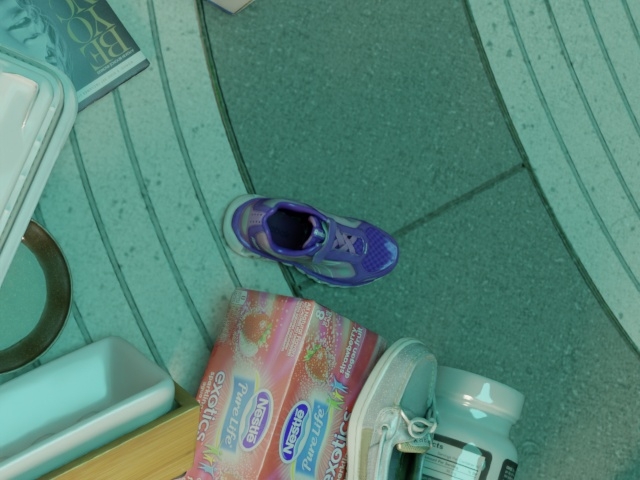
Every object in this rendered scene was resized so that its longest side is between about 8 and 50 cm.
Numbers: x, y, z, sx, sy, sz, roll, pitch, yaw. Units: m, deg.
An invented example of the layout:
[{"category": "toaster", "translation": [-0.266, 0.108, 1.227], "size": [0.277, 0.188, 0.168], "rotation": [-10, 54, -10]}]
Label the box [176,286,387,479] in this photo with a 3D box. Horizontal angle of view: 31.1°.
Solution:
[{"category": "box", "translation": [-0.057, 0.223, 1.364], "size": [0.154, 0.142, 0.300], "rotation": [31, 73, -44]}]

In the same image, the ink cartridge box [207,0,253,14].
[{"category": "ink cartridge box", "translation": [-0.123, -0.477, 1.430], "size": [0.223, 0.129, 0.307], "rotation": [27, 76, -18]}]

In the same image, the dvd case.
[{"category": "dvd case", "translation": [-0.334, -0.261, 1.386], "size": [0.164, 0.018, 0.221], "rotation": [-38, 100, -21]}]

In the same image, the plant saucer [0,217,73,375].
[{"category": "plant saucer", "translation": [-0.388, 0.059, 1.327], "size": [0.198, 0.036, 0.199], "rotation": [2, 86, -22]}]

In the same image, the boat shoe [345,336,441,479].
[{"category": "boat shoe", "translation": [0.088, 0.275, 1.351], "size": [0.118, 0.103, 0.320], "rotation": [30, 75, -55]}]

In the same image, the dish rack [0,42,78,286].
[{"category": "dish rack", "translation": [-0.448, -0.097, 1.272], "size": [0.285, 0.072, 0.333], "rotation": [23, 75, -11]}]

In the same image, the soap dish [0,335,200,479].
[{"category": "soap dish", "translation": [-0.293, 0.229, 1.260], "size": [0.291, 0.229, 0.118], "rotation": [-24, 111, -22]}]

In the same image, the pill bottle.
[{"category": "pill bottle", "translation": [0.158, 0.311, 1.460], "size": [0.162, 0.162, 0.278], "rotation": [24, 77, -19]}]

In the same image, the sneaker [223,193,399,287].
[{"category": "sneaker", "translation": [0.000, 0.000, 1.453], "size": [0.236, 0.104, 0.095], "rotation": [14, 79, -21]}]
